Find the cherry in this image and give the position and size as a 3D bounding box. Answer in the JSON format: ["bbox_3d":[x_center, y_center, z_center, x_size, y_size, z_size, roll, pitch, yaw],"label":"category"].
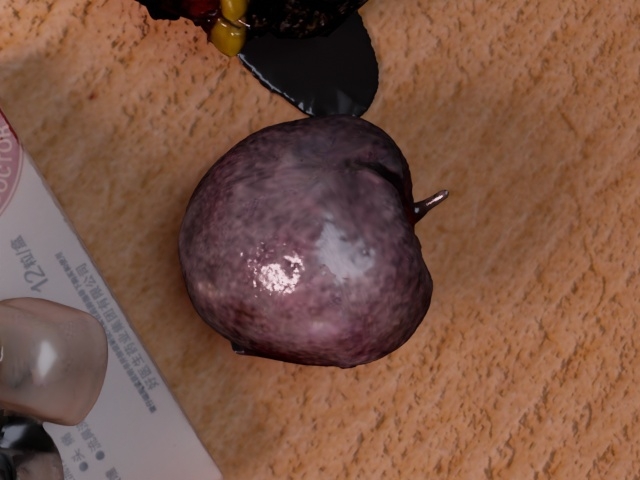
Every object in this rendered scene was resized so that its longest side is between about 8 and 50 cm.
[{"bbox_3d":[-0.011,0.000,0.952,0.195,0.195,0.195,2,85,-21],"label":"cherry"}]

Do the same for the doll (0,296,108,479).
[{"bbox_3d":[-0.274,0.129,0.708,0.423,0.161,0.348,-41,116,-59],"label":"doll"}]

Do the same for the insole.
[{"bbox_3d":[-0.074,-0.236,1.034,0.348,0.009,0.119,47,70,-11],"label":"insole"}]

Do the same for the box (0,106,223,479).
[{"bbox_3d":[-0.247,0.078,0.912,0.214,0.069,0.353,-33,95,-20],"label":"box"}]

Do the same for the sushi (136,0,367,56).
[{"bbox_3d":[-0.075,-0.221,0.948,0.150,0.153,0.172,-22,91,-17],"label":"sushi"}]
